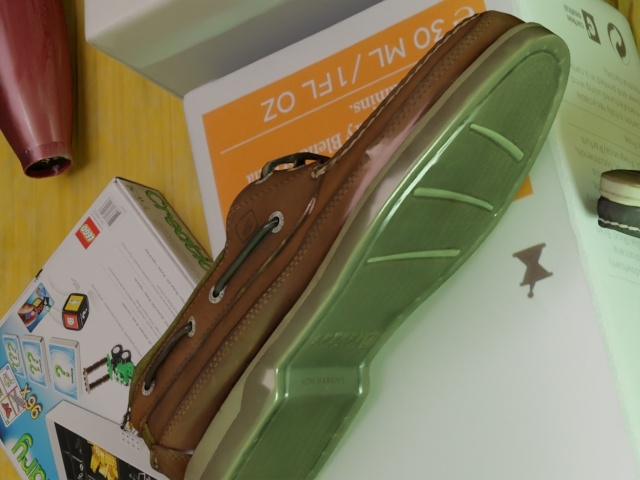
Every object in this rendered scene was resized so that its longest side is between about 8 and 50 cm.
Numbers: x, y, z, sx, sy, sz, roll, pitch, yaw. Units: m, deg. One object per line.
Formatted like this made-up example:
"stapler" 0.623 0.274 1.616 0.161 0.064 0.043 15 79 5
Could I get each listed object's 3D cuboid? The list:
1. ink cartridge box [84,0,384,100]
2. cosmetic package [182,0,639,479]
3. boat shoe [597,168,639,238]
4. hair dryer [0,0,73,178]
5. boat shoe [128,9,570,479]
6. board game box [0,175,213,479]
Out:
"ink cartridge box" 0.001 -0.301 1.216 0.279 0.160 0.384 -24 57 31
"cosmetic package" 0.093 0.097 1.084 0.230 0.161 0.453 -24 68 28
"boat shoe" 0.240 0.023 0.995 0.223 0.080 0.073 16 100 -5
"hair dryer" -0.264 -0.132 1.487 0.293 0.080 0.223 35 118 42
"boat shoe" 0.000 0.000 0.999 0.104 0.111 0.307 44 105 31
"board game box" -0.105 0.128 1.305 0.193 0.053 0.305 -50 56 17
